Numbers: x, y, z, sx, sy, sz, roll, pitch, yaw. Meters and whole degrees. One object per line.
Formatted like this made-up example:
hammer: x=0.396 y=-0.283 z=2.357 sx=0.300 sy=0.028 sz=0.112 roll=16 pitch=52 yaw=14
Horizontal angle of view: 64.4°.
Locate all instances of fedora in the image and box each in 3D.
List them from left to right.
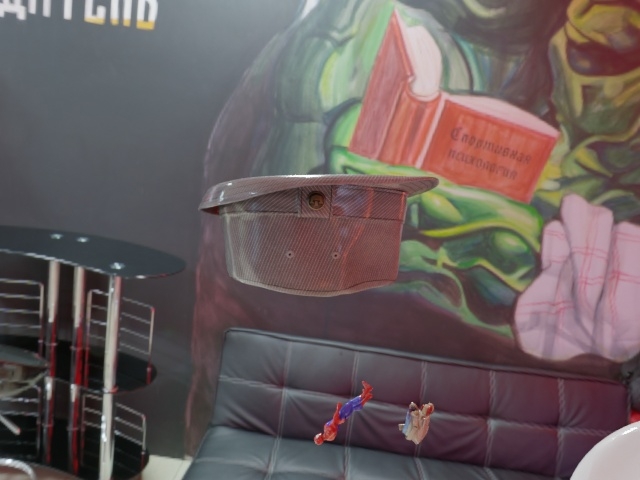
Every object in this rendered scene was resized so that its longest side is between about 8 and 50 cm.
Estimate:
fedora: x=0.000 y=0.000 z=0.590 sx=0.275 sy=0.125 sz=0.243 roll=-1 pitch=-3 yaw=-16

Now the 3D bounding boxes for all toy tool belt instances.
toy tool belt: x=0.173 y=0.330 z=0.941 sx=0.051 sy=0.083 sz=0.052 roll=23 pitch=27 yaw=31

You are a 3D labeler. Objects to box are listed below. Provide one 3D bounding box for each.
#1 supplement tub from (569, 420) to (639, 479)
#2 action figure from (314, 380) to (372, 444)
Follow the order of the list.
supplement tub: x=0.231 y=0.212 z=0.273 sx=0.144 sy=0.200 sz=0.144 roll=-24 pitch=19 yaw=9
action figure: x=0.032 y=0.260 z=0.757 sx=0.030 sy=0.038 sz=0.115 roll=31 pitch=53 yaw=27
